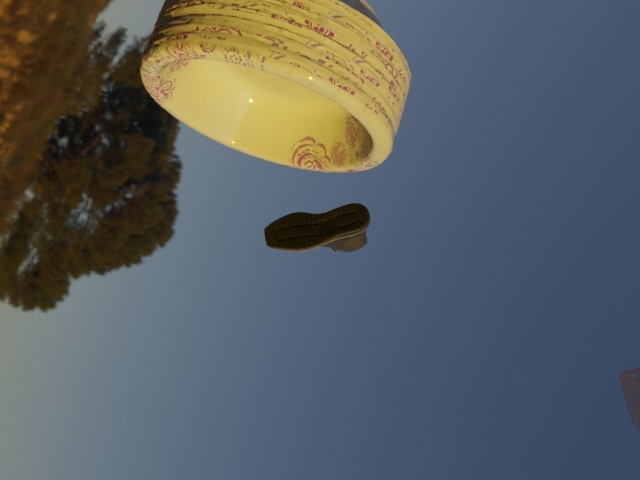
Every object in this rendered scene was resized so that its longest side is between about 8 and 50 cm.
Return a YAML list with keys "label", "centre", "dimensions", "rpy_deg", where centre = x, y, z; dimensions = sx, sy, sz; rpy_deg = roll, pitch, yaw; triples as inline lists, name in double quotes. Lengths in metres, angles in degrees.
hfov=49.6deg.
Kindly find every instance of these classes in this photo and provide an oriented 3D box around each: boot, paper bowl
- label: "boot"
  centre: [0.000, 0.000, 1.326]
  dimensions: [0.137, 0.198, 0.076]
  rpy_deg: [75, 7, -68]
- label: "paper bowl"
  centre: [-0.040, -0.195, 0.765]
  dimensions: [0.284, 0.284, 0.148]
  rpy_deg: [-7, -118, 60]

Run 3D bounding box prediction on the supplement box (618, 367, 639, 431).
- label: "supplement box"
  centre: [0.429, 0.204, 0.835]
  dimensions: [0.080, 0.233, 0.078]
  rpy_deg: [-15, -95, 13]
